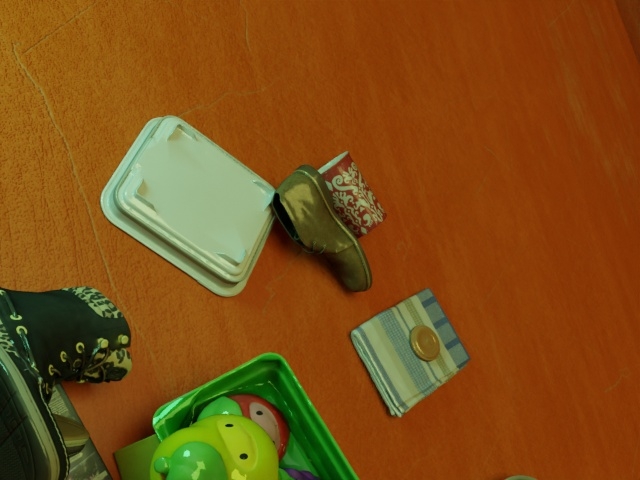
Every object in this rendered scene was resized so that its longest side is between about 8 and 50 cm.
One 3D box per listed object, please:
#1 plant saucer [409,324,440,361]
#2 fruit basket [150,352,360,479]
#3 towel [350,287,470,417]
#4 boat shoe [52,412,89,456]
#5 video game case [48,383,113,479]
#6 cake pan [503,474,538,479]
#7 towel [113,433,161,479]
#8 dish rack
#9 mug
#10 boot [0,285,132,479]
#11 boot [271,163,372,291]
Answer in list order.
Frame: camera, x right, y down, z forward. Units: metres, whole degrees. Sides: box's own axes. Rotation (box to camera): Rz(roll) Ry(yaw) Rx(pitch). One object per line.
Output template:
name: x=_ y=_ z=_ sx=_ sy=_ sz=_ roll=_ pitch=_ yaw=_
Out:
plant saucer: x=0.233 y=0.226 z=1.821 sx=0.083 sy=0.013 sz=0.084 roll=18 pitch=57 yaw=-30
fruit basket: x=-0.105 y=0.354 z=1.262 sx=0.282 sy=0.392 sz=0.392 roll=-26 pitch=86 yaw=-17
towel: x=0.203 y=0.241 z=1.822 sx=0.285 sy=0.034 sz=0.209 roll=-24 pitch=83 yaw=-43
boat shoe: x=-0.478 y=0.313 z=1.213 sx=0.285 sy=0.102 sz=0.092 roll=8 pitch=102 yaw=-52
video game case: x=-0.437 y=0.377 z=1.290 sx=0.196 sy=0.026 sz=0.274 roll=-28 pitch=88 yaw=-41
cake pan: x=0.442 y=0.665 z=1.791 sx=0.293 sy=0.054 sz=0.293 roll=16 pitch=61 yaw=-31
towel: x=-0.260 y=0.442 z=1.346 sx=0.021 sy=0.102 sz=0.237 roll=-4 pitch=70 yaw=-65
dish rack: x=-0.234 y=-0.081 z=1.621 sx=0.332 sy=0.072 sz=0.286 roll=36 pitch=53 yaw=-17
mug: x=0.074 y=-0.107 z=1.836 sx=0.169 sy=0.113 sz=0.150 roll=54 pitch=51 yaw=-8
boot: x=-0.401 y=0.198 z=1.235 sx=0.377 sy=0.138 sz=0.284 roll=46 pitch=22 yaw=27
boot: x=0.000 y=0.000 z=1.723 sx=0.115 sy=0.112 sz=0.305 roll=-43 pitch=110 yaw=-32
